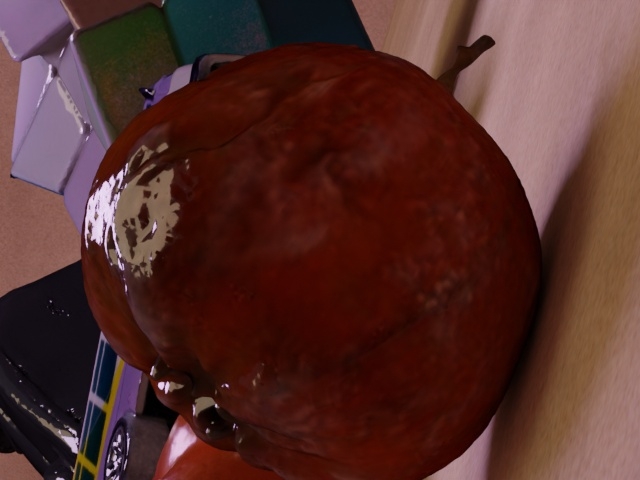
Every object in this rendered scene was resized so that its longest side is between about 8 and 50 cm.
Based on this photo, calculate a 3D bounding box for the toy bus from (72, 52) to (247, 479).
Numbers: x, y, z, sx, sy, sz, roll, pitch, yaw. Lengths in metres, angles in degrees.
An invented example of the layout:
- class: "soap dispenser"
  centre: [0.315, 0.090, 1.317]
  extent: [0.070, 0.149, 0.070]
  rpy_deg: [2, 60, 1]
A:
- class: "toy bus"
  centre: [-0.073, 0.067, 1.719]
  extent: [0.249, 0.209, 0.440]
  rpy_deg: [-164, 84, -72]

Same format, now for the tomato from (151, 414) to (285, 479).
- class: "tomato"
  centre: [-0.049, 0.228, 1.367]
  extent: [0.260, 0.180, 0.260]
  rpy_deg: [-166, 90, -86]

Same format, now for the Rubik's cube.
- class: "Rubik's cube"
  centre: [-0.125, -0.165, 1.979]
  extent: [0.358, 0.387, 0.368]
  rpy_deg: [55, 130, 35]

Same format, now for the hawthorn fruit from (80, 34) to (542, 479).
- class: "hawthorn fruit"
  centre: [0.017, -0.010, 1.042]
  extent: [0.272, 0.242, 0.242]
  rpy_deg: [-47, -7, -18]

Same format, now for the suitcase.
- class: "suitcase"
  centre: [-0.164, 0.135, 2.012]
  extent: [0.345, 0.339, 0.188]
  rpy_deg: [34, 149, 52]
